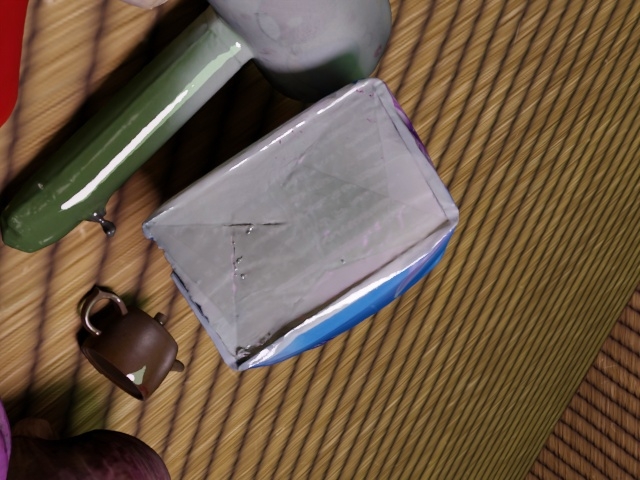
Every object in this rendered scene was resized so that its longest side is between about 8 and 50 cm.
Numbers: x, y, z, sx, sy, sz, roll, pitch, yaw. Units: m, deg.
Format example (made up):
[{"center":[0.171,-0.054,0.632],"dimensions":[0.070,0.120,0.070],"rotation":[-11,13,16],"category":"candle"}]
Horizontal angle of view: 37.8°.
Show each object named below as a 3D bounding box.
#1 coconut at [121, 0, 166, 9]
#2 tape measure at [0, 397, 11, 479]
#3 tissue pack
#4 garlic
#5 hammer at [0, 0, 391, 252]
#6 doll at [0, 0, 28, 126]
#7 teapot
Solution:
[{"center":[-0.097,-0.216,0.477],"dimensions":[0.161,0.162,0.161],"rotation":[-37,-168,10],"category":"coconut"},{"center":[-0.309,0.145,0.577],"dimensions":[0.231,0.149,0.245],"rotation":[-37,149,-30],"category":"tape measure"},{"center":[0.000,0.000,0.759],"dimensions":[0.198,0.146,0.263],"rotation":[-33,174,1],"category":"tissue pack"},{"center":[-0.239,0.229,0.780],"dimensions":[0.244,0.161,0.245],"rotation":[-21,170,-4],"category":"garlic"},{"center":[-0.098,-0.109,0.661],"dimensions":[0.335,0.119,0.206],"rotation":[-45,150,0],"category":"hammer"},{"center":[-0.218,-0.109,0.412],"dimensions":[0.182,0.160,0.363],"rotation":[-13,133,-48],"category":"doll"},{"center":[-0.163,0.086,0.816],"dimensions":[0.068,0.076,0.121],"rotation":[-51,124,-24],"category":"teapot"}]
